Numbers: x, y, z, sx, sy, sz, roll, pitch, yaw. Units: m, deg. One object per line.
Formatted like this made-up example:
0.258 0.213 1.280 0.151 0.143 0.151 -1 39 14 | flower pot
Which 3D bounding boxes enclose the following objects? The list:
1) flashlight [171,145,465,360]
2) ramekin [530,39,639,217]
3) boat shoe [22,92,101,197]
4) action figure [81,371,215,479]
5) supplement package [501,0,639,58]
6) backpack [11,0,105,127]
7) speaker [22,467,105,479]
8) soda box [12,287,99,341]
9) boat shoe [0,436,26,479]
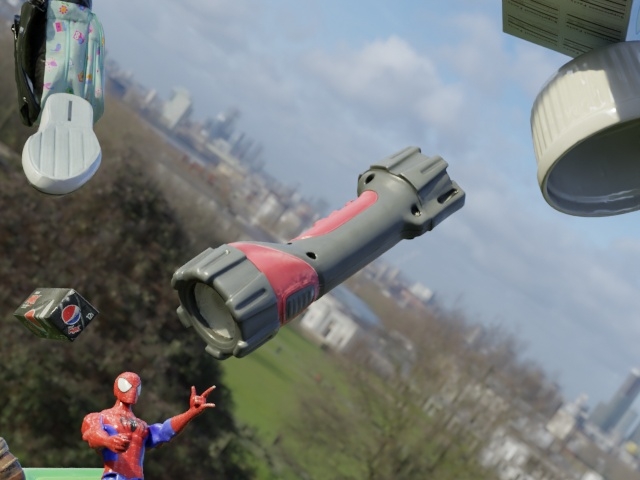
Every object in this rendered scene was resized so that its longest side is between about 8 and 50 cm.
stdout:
0.000 0.000 1.153 0.103 0.304 0.103 -19 -78 53 | flashlight
0.325 -0.123 1.300 0.207 0.207 0.109 36 36 -54 | ramekin
-0.290 -0.090 1.362 0.083 0.076 0.226 12 27 -9 | boat shoe
-0.171 0.235 1.133 0.091 0.139 0.280 20 47 -30 | action figure
0.298 -0.322 1.281 0.149 0.194 0.203 25 -13 16 | supplement package
-0.347 -0.236 1.596 0.115 0.182 0.152 1 -9 -20 | backpack
-0.381 0.400 1.775 0.131 0.131 0.296 36 11 33 | speaker
-0.385 0.106 1.739 0.053 0.060 0.169 48 -23 -20 | soda box
-0.365 0.268 1.194 0.060 0.178 0.064 51 15 -1 | boat shoe
